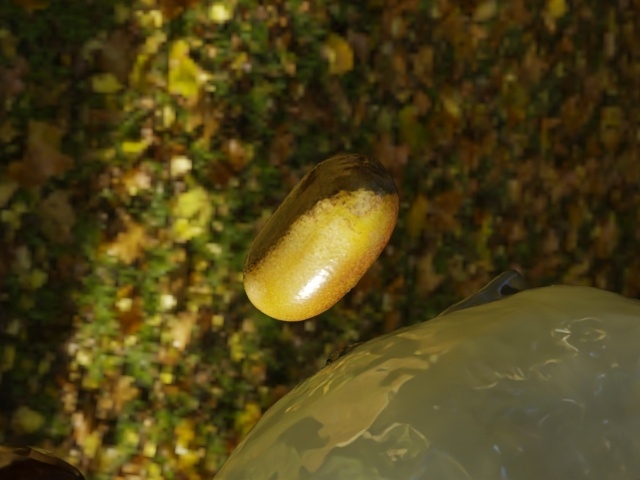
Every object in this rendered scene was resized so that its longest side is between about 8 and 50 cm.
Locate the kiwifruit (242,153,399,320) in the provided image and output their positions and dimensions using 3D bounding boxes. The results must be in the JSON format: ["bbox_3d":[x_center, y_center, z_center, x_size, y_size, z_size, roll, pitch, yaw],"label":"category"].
[{"bbox_3d":[0.000,0.000,0.900,0.124,0.075,0.075,-48,162,22],"label":"kiwifruit"}]

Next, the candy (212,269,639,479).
[{"bbox_3d":[0.120,0.204,0.659,0.427,0.186,0.386,-29,117,-42],"label":"candy"}]

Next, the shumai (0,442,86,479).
[{"bbox_3d":[-0.230,0.228,0.863,0.222,0.272,0.203,-12,82,-53],"label":"shumai"}]
